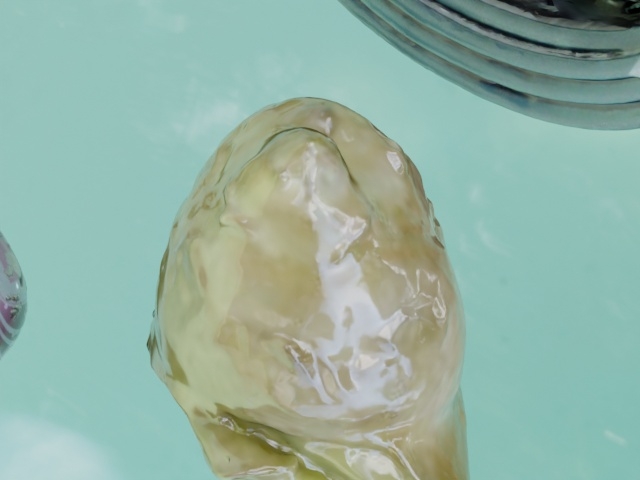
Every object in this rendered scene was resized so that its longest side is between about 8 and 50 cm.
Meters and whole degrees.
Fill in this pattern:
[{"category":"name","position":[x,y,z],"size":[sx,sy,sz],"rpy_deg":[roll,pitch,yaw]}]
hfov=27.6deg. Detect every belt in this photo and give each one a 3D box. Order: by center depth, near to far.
[{"category":"belt","position":[0.156,-0.263,0.925],"size":[0.173,0.437,0.300],"rpy_deg":[-34,148,-48]}]

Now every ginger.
[{"category":"ginger","position":[0.000,0.001,0.454],"size":[0.115,0.193,0.122],"rpy_deg":[3,112,-6]}]

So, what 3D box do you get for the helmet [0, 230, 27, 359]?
[{"category":"helmet","position":[-0.274,0.028,0.970],"size":[0.107,0.177,0.153],"rpy_deg":[-27,102,6]}]
